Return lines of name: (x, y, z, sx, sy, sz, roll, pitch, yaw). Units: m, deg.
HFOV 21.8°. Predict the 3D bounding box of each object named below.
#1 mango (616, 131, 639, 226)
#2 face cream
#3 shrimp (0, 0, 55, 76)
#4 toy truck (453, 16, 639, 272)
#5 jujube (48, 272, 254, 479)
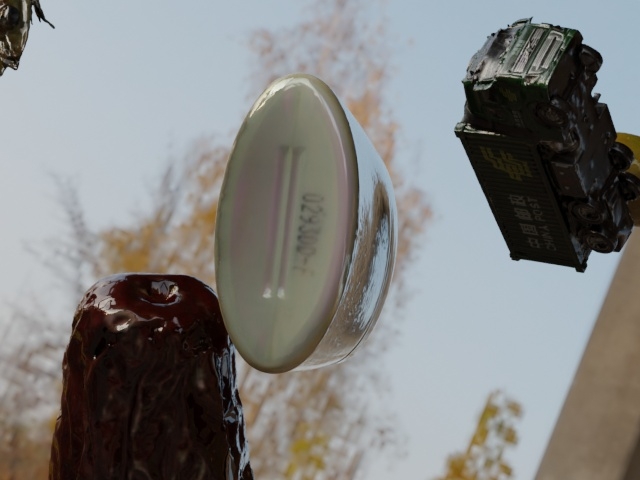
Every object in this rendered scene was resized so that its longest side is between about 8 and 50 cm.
mango: (0.386, -0.066, 1.975, 0.194, 0.092, 0.130, 15, -24, -26)
face cream: (0.000, 0.000, 1.097, 0.081, 0.174, 0.348, 6, -3, 7)
shrimp: (-0.233, -0.226, 1.333, 0.058, 0.296, 0.169, -27, -36, 23)
toy truck: (0.202, -0.081, 1.470, 0.121, 0.088, 0.259, 11, -33, 33)
jujube: (-0.165, 0.185, 1.621, 0.216, 0.216, 0.342, 17, -55, 24)
